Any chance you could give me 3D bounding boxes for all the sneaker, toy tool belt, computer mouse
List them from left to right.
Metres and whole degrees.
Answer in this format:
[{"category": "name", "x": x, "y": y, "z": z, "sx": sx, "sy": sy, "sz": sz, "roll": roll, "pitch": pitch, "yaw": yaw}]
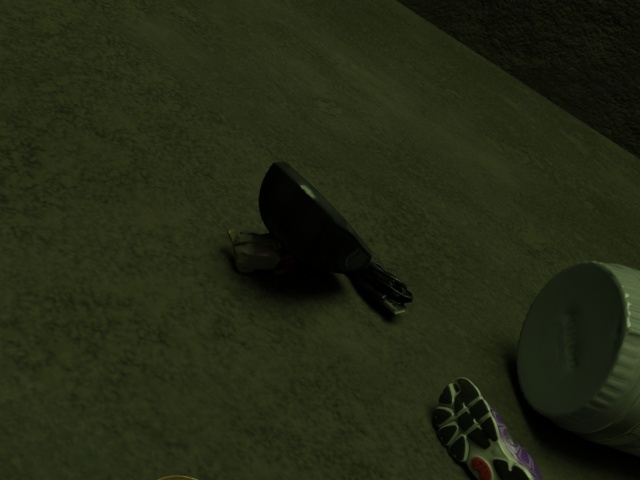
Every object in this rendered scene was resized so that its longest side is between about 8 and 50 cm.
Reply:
[{"category": "toy tool belt", "x": -0.070, "y": 0.008, "z": 1.012, "sx": 0.083, "sy": 0.052, "sz": 0.051, "roll": 6, "pitch": 46, "yaw": -39}, {"category": "computer mouse", "x": 0.000, "y": 0.000, "z": 1.010, "sx": 0.188, "sy": 0.072, "sz": 0.272, "roll": 45, "pitch": 0, "yaw": 30}, {"category": "sneaker", "x": 0.187, "y": 0.228, "z": 0.921, "sx": 0.071, "sy": 0.068, "sz": 0.170, "roll": 16, "pitch": 38, "yaw": -55}]

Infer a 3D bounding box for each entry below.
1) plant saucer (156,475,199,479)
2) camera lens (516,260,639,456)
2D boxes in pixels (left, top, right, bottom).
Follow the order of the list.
[{"category": "plant saucer", "x": -0.108, "y": 0.226, "z": 0.675, "sx": 0.083, "sy": 0.015, "sz": 0.083, "roll": 23, "pitch": 30, "yaw": -14}, {"category": "camera lens", "x": 0.415, "y": 0.161, "z": 1.059, "sx": 0.274, "sy": 0.219, "sz": 0.219, "roll": 20, "pitch": 31, "yaw": -19}]
